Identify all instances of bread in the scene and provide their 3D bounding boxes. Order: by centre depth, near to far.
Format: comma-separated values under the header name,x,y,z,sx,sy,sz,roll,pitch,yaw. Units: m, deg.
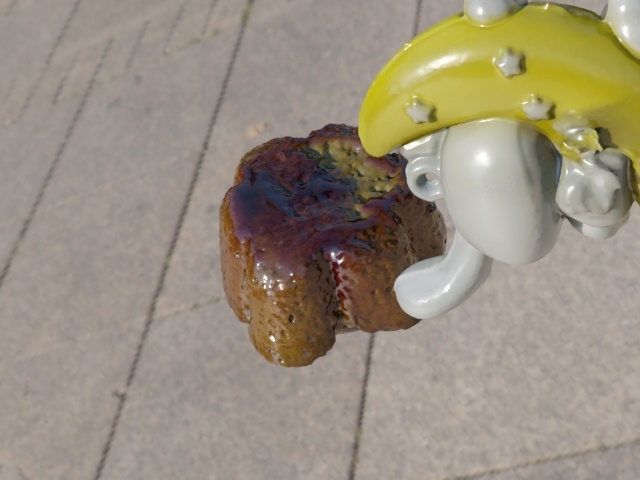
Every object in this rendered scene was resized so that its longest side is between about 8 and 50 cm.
name,x,y,z,sx,sy,sz,roll,pitch,yaw
bread,0.009,-0.008,1.168,0.232,0.135,0.246,-18,44,-6

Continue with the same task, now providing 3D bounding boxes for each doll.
name,x,y,z,sx,sy,sz,roll,pitch,yaw
doll,0.140,-0.060,0.789,0.237,0.252,0.111,-6,35,17
